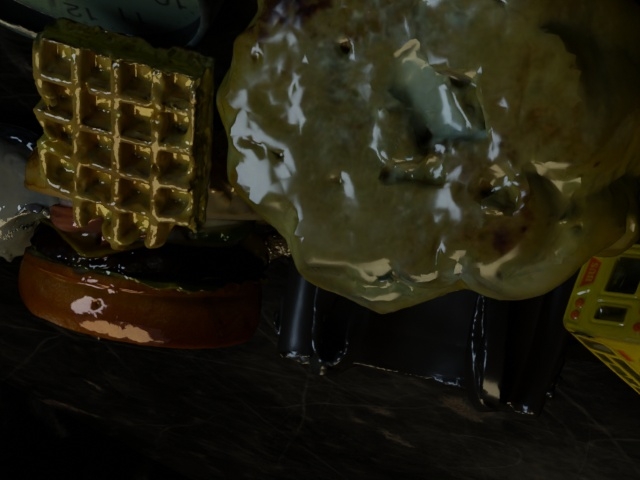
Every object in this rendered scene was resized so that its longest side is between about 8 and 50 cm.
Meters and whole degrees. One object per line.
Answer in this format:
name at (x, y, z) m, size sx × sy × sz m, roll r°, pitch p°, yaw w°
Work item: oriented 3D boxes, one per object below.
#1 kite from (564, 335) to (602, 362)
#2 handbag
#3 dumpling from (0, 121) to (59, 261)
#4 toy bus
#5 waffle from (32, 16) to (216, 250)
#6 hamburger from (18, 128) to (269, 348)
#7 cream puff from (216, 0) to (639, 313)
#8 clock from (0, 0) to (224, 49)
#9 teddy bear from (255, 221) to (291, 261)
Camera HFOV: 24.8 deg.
kite at (0.203, 0.080, 1.538) m, size 0.377 × 0.013 × 0.327 m, roll 14°, pitch -169°, yaw 38°
handbag at (0.108, 0.023, 1.366) m, size 0.285 × 0.257 × 0.113 m, roll 12°, pitch 170°, yaw 14°
dumpling at (-0.388, -0.068, 1.778) m, size 0.293 × 0.163 × 0.204 m, roll 10°, pitch -168°, yaw 22°
toy bus at (0.361, 0.108, 1.296) m, size 0.152 × 0.144 × 0.330 m, roll 6°, pitch 155°, yaw 47°
waffle at (-0.179, -0.083, 1.310) m, size 0.160 × 0.055 × 0.211 m, roll 16°, pitch 127°, yaw 12°
hamburger at (-0.173, -0.017, 1.515) m, size 0.291 × 0.225 × 0.291 m, roll 8°, pitch -174°, yaw -1°
cream puff at (0.102, -0.100, 1.104) m, size 0.324 × 0.291 × 0.257 m, roll -7°, pitch 179°, yaw 25°
clock at (-0.227, -0.258, 1.228) m, size 0.319 × 0.066 × 0.319 m, roll 17°, pitch 160°, yaw 6°
teddy bear at (0.003, -0.005, 1.654) m, size 0.160 × 0.078 × 0.119 m, roll 16°, pitch 126°, yaw 26°
